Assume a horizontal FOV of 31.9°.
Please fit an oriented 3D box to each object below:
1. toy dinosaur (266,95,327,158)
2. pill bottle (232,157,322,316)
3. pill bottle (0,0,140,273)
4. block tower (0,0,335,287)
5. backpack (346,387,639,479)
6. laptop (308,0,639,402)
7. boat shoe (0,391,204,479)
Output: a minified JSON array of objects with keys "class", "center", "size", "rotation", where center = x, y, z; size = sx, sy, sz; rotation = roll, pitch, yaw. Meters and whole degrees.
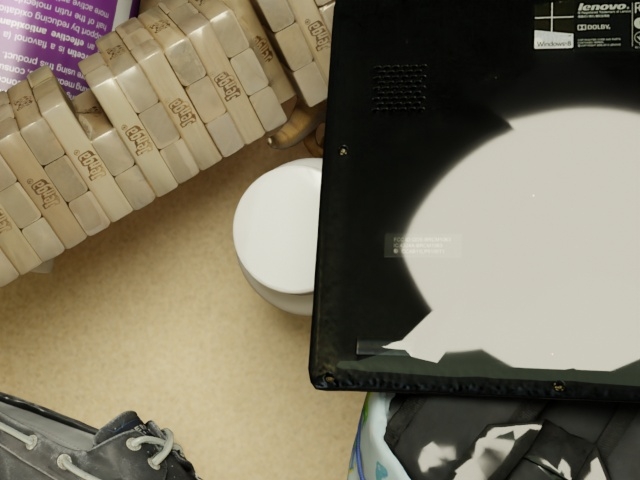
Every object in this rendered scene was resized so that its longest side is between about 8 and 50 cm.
[{"class":"toy dinosaur","center":[-0.001,-0.107,0.848],"size":[0.064,0.112,0.211],"rotation":[6,50,28]},{"class":"pill bottle","center":[0.000,0.000,0.806],"size":[0.112,0.187,0.112],"rotation":[-1,86,10]},{"class":"pill bottle","center":[-0.239,-0.144,0.862],"size":[0.181,0.181,0.323],"rotation":[10,87,11]},{"class":"block tower","center":[-0.137,-0.078,0.743],"size":[0.335,0.097,0.091],"rotation":[-30,120,-5]},{"class":"backpack","center":[0.169,0.111,0.697],"size":[0.290,0.355,0.273],"rotation":[33,124,14]},{"class":"laptop","center":[0.215,-0.087,0.705],"size":[0.382,0.236,0.408],"rotation":[0,75,14]},{"class":"boat shoe","center":[-0.151,0.184,0.866],"size":[0.301,0.108,0.102],"rotation":[14,90,18]}]
